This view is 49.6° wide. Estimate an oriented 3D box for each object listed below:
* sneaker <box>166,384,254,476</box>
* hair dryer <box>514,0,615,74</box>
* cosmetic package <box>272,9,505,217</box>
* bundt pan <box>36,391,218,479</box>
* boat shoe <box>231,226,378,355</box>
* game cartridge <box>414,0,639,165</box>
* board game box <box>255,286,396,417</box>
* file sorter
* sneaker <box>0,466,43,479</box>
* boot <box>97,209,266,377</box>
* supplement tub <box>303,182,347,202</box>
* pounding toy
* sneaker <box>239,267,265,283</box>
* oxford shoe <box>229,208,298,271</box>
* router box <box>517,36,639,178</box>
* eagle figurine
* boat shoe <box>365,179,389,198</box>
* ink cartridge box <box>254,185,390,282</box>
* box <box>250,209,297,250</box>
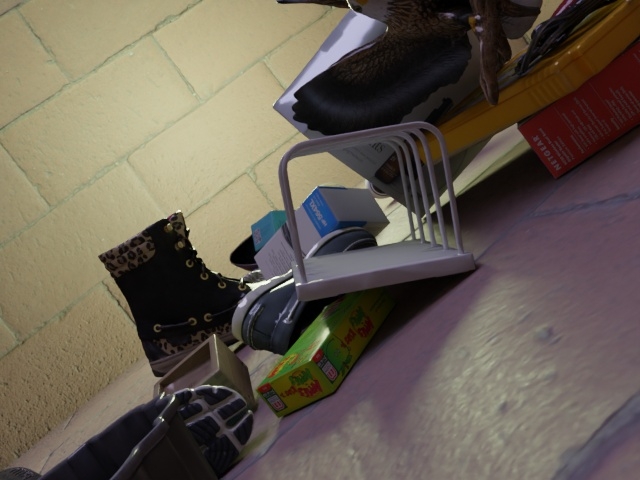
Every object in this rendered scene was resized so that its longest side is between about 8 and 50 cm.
[{"bbox_3d":[-0.190,0.248,0.764,0.275,0.107,0.110,-37,-4,7],"label":"sneaker"},{"bbox_3d":[0.330,-0.322,0.844,0.224,0.080,0.293,-33,8,37],"label":"hair dryer"},{"bbox_3d":[0.145,-0.221,1.098,0.284,0.097,0.377,-52,-38,9],"label":"cosmetic package"},{"bbox_3d":[-0.201,0.268,0.507,0.331,0.124,0.331,-37,5,4],"label":"bundt pan"},{"bbox_3d":[0.006,0.079,1.072,0.099,0.116,0.319,23,37,32],"label":"boat shoe"},{"bbox_3d":[0.299,-0.232,0.918,0.285,0.052,0.324,-41,5,-24],"label":"game cartridge"},{"bbox_3d":[0.011,0.119,0.795,0.092,0.043,0.181,-35,6,37],"label":"board game box"},{"bbox_3d":[0.047,-0.042,0.862,0.193,0.172,0.277,-11,5,-3],"label":"file sorter"},{"bbox_3d":[-0.357,0.385,0.902,0.083,0.118,0.222,-18,19,-42],"label":"sneaker"},{"bbox_3d":[-0.229,0.070,1.395,0.378,0.284,0.138,-29,6,-2],"label":"boot"},{"bbox_3d":[0.024,-0.073,1.825,0.144,0.144,0.199,-37,5,9],"label":"supplement tub"},{"bbox_3d":[-0.158,0.218,0.914,0.141,0.100,0.130,-41,19,2],"label":"pounding toy"},{"bbox_3d":[-0.157,0.126,1.669,0.293,0.102,0.146,-28,4,44],"label":"sneaker"},{"bbox_3d":[-0.057,-0.010,1.665,0.364,0.129,0.133,-30,-12,25],"label":"oxford shoe"},{"bbox_3d":[0.410,-0.234,0.919,0.301,0.082,0.335,-36,6,22],"label":"router box"},{"bbox_3d":[0.091,-0.267,0.839,0.298,0.225,0.226,-3,54,53],"label":"eagle figurine"},{"bbox_3d":[0.249,-0.211,1.764,0.301,0.108,0.102,-32,3,-9],"label":"boat shoe"},{"bbox_3d":[0.000,0.000,1.241,0.148,0.085,0.203,-2,-35,-50],"label":"ink cartridge box"},{"bbox_3d":[-0.017,-0.024,1.494,0.244,0.060,0.100,-3,-16,-33],"label":"box"}]
